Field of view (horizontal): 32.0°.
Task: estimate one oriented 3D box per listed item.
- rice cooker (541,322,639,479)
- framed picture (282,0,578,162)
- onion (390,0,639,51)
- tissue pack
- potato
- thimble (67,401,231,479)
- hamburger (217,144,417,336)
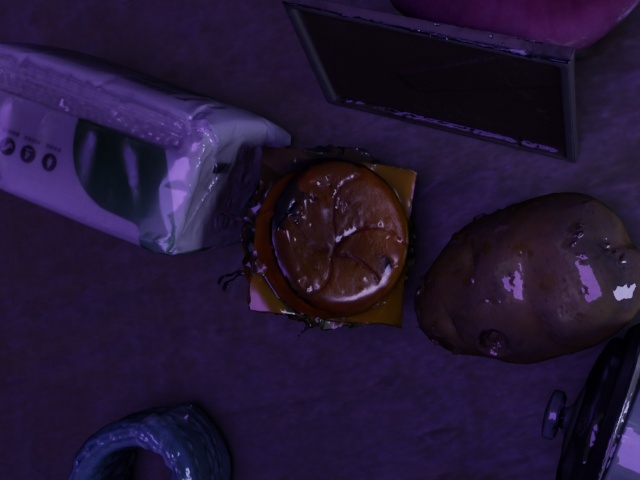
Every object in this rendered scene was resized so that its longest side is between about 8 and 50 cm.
[{"bbox_3d":[0.393,0.240,1.242,0.316,0.264,0.317,-1,59,2],"label":"rice cooker"},{"bbox_3d":[0.136,-0.189,1.316,0.335,0.247,0.022,15,73,19],"label":"framed picture"},{"bbox_3d":[0.215,-0.390,1.232,0.358,0.345,0.358,-5,67,11],"label":"onion"},{"bbox_3d":[-0.253,-0.120,1.448,0.356,0.266,0.194,21,101,19],"label":"tissue pack"},{"bbox_3d":[0.247,0.051,1.340,0.296,0.141,0.192,-18,80,29],"label":"potato"},{"bbox_3d":[-0.237,0.330,1.548,0.198,0.143,0.235,31,103,15],"label":"thimble"},{"bbox_3d":[0.000,0.000,1.391,0.261,0.138,0.243,12,81,-21],"label":"hamburger"}]
